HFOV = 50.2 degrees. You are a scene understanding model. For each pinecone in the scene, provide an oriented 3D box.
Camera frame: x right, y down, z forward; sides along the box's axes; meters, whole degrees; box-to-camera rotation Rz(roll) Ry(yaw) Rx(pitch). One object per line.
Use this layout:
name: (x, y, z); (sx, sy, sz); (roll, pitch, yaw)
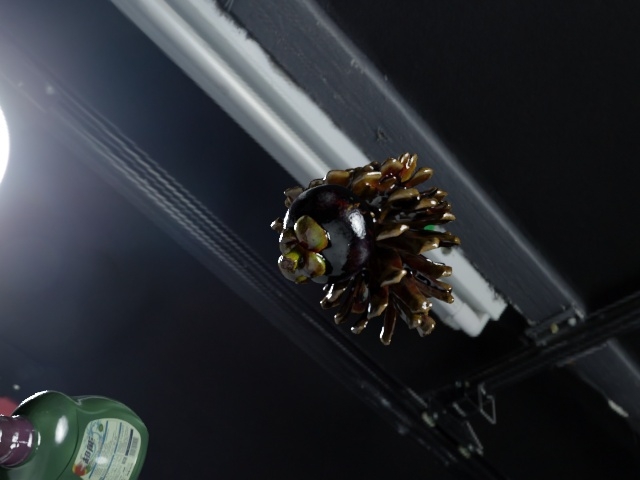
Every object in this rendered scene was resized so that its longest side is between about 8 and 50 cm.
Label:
pinecone: (0.107, 0.030, 1.347); (0.384, 0.384, 0.385); (5, -52, 7)

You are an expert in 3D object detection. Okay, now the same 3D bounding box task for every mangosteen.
mangosteen: (0.000, 0.000, 0.897); (0.137, 0.151, 0.137); (23, -51, 32)

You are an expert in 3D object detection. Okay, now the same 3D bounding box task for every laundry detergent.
laundry detergent: (-0.253, 0.212, 0.644); (0.078, 0.144, 0.222); (20, -14, 19)
